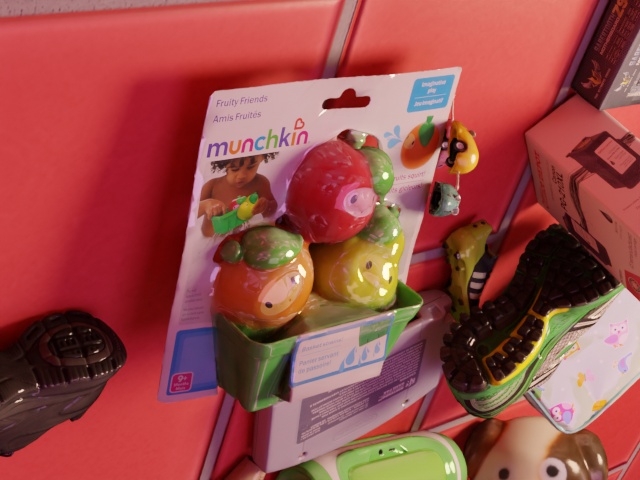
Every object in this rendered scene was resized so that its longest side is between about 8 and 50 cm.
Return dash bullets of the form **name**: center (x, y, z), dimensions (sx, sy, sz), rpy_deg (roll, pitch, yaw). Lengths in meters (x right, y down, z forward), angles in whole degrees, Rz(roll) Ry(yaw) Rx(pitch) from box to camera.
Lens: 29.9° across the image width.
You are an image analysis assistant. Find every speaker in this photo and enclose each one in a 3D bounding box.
- **speaker**: center (0.075, 0.350, 1.715), dimensions (0.296, 0.131, 0.131), rpy_deg (-3, 129, -44)

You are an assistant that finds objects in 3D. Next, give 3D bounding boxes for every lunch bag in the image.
- **lunch bag**: center (0.385, 0.135, 1.748), dimensions (0.279, 0.108, 0.224), rpy_deg (-41, 117, -2)

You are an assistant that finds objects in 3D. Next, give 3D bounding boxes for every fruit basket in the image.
- **fruit basket**: center (0.000, 0.000, 1.235), dimensions (0.327, 0.165, 0.353), rpy_deg (-11, 131, -39)

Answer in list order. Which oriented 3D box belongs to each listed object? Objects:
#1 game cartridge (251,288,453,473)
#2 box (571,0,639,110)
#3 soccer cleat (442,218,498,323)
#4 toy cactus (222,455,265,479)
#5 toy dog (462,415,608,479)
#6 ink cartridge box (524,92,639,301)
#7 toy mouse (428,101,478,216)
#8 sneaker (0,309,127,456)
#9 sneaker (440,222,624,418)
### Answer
- **game cartridge**: center (0.040, 0.189, 1.573), dimensions (0.294, 0.060, 0.196), rpy_deg (-22, 137, -28)
- **box**: center (0.425, -0.275, 1.462), dimensions (0.183, 0.059, 0.233), rpy_deg (-13, 136, -37)
- **soccer cleat**: center (0.200, 0.048, 1.579), dimensions (0.072, 0.060, 0.179), rpy_deg (-28, 140, -20)
- **toy cactus**: center (-0.129, 0.369, 1.564), dimensions (0.219, 0.112, 0.180), rpy_deg (32, 92, -46)
- **toy dog**: center (0.364, 0.466, 1.983), dimensions (0.408, 0.284, 0.395), rpy_deg (80, 31, -43)
- **ink cartridge box**: center (0.372, -0.047, 1.496), dimensions (0.100, 0.237, 0.172), rpy_deg (-36, 145, -7)
- **toy mouse**: center (0.144, -0.079, 1.335), dimensions (0.031, 0.161, 0.143), rpy_deg (9, 146, -8)
- **sneaker**: center (-0.320, 0.158, 1.132), dimensions (0.286, 0.109, 0.130), rpy_deg (-7, 138, -39)
- **sneaker**: center (0.294, 0.099, 1.601), dimensions (0.343, 0.134, 0.146), rpy_deg (-37, 147, -15)
